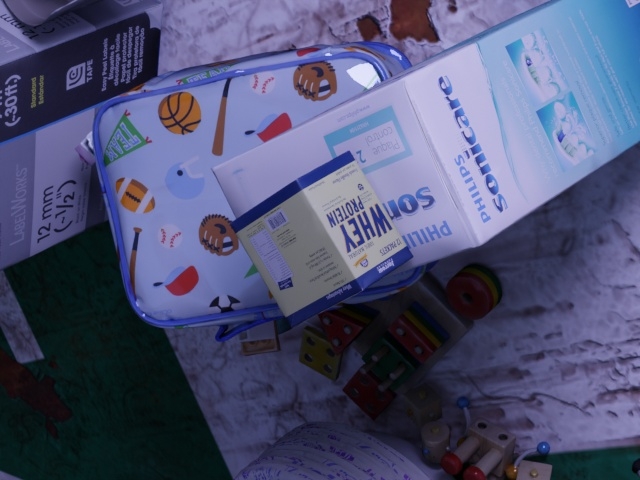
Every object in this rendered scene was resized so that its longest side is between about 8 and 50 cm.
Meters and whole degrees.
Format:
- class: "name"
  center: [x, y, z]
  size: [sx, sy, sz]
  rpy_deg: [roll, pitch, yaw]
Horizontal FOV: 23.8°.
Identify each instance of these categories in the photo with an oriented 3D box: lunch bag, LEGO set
- class: "lunch bag"
  center: [-0.049, -0.041, 1.344]
  size: [0.303, 0.115, 0.243]
  rpy_deg: [-9, 101, 18]
- class: "LEGO set"
  center: [-0.113, -0.020, 1.499]
  size: [0.287, 0.132, 0.107]
  rpy_deg: [53, 158, -5]

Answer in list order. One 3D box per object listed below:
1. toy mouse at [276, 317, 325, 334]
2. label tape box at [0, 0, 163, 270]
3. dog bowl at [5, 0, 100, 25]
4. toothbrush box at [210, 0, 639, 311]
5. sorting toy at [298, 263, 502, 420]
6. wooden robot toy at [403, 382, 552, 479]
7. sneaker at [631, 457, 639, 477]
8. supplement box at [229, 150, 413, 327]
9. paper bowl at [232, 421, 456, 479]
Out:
- class: "toy mouse"
  center: [-0.052, 0.050, 1.549]
  size: [0.143, 0.031, 0.161]
  rpy_deg: [48, 137, 13]
- class: "label tape box"
  center: [-0.319, -0.098, 1.483]
  size: [0.115, 0.348, 0.249]
  rpy_deg: [32, 132, 27]
- class: "dog bowl"
  center: [-0.236, -0.370, 1.352]
  size: [0.349, 0.102, 0.348]
  rpy_deg: [40, 136, 53]
- class: "toothbrush box"
  center: [0.103, -0.077, 1.128]
  size: [0.216, 0.295, 0.126]
  rpy_deg: [-20, 98, 49]
- class: "sorting toy"
  center: [0.052, 0.082, 1.445]
  size: [0.132, 0.046, 0.274]
  rpy_deg: [45, 137, 6]
- class: "wooden robot toy"
  center: [0.144, 0.210, 1.428]
  size: [0.173, 0.076, 0.079]
  rpy_deg: [28, 140, 31]
- class: "sneaker"
  center: [0.375, 0.296, 1.224]
  size: [0.257, 0.169, 0.447]
  rpy_deg: [-115, 9, -46]
- class: "supplement box"
  center: [0.000, 0.000, 1.007]
  size: [0.083, 0.056, 0.083]
  rpy_deg: [-31, 90, 48]
- class: "paper bowl"
  center: [0.052, 0.303, 1.492]
  size: [0.284, 0.148, 0.284]
  rpy_deg: [30, 138, 31]
